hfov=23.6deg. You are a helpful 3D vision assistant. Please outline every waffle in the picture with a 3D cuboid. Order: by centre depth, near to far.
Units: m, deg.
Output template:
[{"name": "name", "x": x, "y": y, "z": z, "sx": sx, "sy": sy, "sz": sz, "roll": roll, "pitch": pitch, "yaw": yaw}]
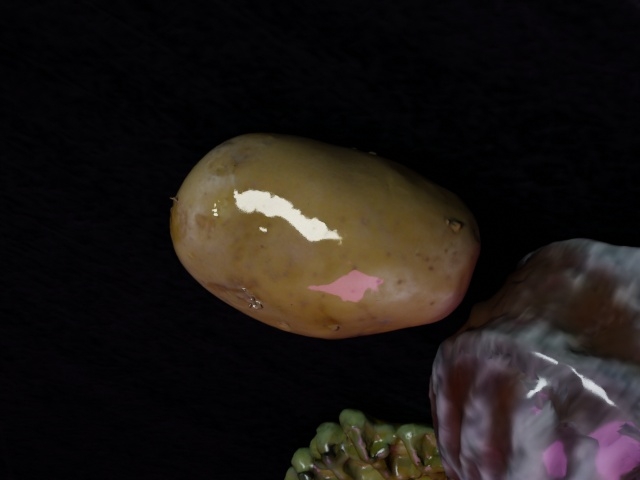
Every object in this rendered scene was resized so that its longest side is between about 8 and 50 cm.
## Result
[{"name": "waffle", "x": 0.072, "y": 0.202, "z": 1.209, "sx": 0.204, "sy": 0.054, "sz": 0.223, "roll": 12, "pitch": 144, "yaw": -5}]

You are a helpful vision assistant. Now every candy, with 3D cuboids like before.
[{"name": "candy", "x": 0.174, "y": 0.136, "z": 0.966, "sx": 0.214, "sy": 0.157, "sz": 0.289, "roll": 25, "pitch": 146, "yaw": 36}]

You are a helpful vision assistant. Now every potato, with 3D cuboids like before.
[{"name": "potato", "x": 0.000, "y": 0.000, "z": 0.881, "sx": 0.178, "sy": 0.109, "sz": 0.118, "roll": 15, "pitch": 168, "yaw": 0}]
